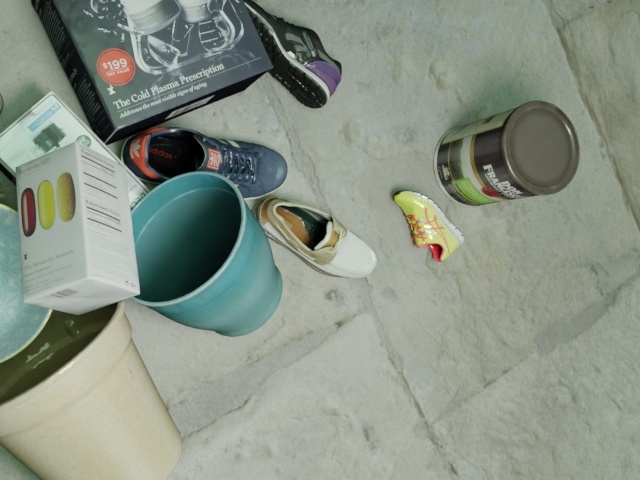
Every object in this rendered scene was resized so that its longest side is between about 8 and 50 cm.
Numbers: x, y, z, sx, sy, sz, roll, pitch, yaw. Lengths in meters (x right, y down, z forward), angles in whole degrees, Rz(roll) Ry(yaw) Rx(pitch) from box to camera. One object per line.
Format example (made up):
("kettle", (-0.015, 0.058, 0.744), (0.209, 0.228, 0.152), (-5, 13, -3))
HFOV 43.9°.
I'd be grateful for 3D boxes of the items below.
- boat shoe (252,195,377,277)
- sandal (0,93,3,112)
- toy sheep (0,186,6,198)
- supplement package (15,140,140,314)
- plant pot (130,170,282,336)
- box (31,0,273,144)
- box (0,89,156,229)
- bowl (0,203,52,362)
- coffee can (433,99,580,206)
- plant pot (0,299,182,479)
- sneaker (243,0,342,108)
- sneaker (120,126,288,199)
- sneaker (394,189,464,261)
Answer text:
("boat shoe", (0.000, 0.000, 1.690), (0.302, 0.103, 0.113), (24, 77, -21))
("sandal", (-0.637, -0.198, 1.416), (0.090, 0.060, 0.219), (48, 54, -26))
("toy sheep", (-0.623, -0.066, 1.426), (0.091, 0.091, 0.132), (20, 103, -22))
("supplement package", (-0.408, -0.017, 1.330), (0.134, 0.139, 0.244), (32, 43, -62))
("plant pot", (-0.203, 0.053, 1.493), (0.271, 0.272, 0.255), (-59, 143, -16))
("box", (-0.324, -0.397, 1.530), (0.343, 0.179, 0.312), (-28, 97, -24))
("box", (-0.463, -0.117, 1.498), (0.169, 0.087, 0.290), (-46, 105, -20))
("bowl", (-0.612, 0.075, 1.379), (0.290, 0.156, 0.289), (1, 87, -23))
("coffee can", (0.413, -0.188, 1.795), (0.202, 0.275, 0.201), (2, 86, -24))
("plant pot", (-0.410, 0.305, 1.391), (0.334, 0.334, 0.305), (-37, 112, -22))
("sneaker", (-0.071, -0.420, 1.704), (0.283, 0.107, 0.124), (45, 56, -19))
("sneaker", (-0.211, -0.152, 1.580), (0.350, 0.148, 0.131), (1, 86, -26))
("sneaker", (0.238, -0.031, 1.813), (0.208, 0.081, 0.094), (42, 74, -17))
